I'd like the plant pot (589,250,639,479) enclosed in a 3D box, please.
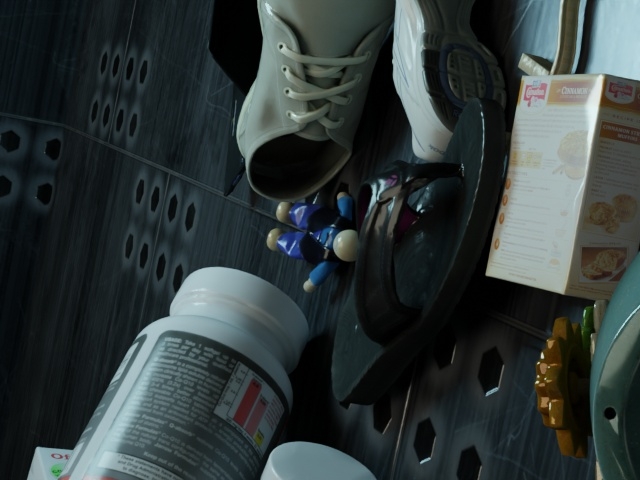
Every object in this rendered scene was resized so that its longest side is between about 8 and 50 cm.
[{"bbox_3d":[0.266,0.091,0.810,0.293,0.196,0.293,2,93,36],"label":"plant pot"}]

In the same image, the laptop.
[{"bbox_3d":[-0.130,-0.239,2.051,0.264,0.136,0.234,128,153,-47],"label":"laptop"}]

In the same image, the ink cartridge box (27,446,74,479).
[{"bbox_3d":[-0.325,0.459,2.187,0.270,0.198,0.197,-130,52,-60],"label":"ink cartridge box"}]

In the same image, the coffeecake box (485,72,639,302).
[{"bbox_3d":[0.219,-0.048,1.291,0.142,0.068,0.185,-165,85,-69],"label":"coffeecake box"}]

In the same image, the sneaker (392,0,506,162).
[{"bbox_3d":[0.111,-0.218,1.567,0.129,0.111,0.297,127,146,-57],"label":"sneaker"}]

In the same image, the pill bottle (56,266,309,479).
[{"bbox_3d":[-0.156,0.220,1.747,0.210,0.210,0.363,-45,15,54],"label":"pill bottle"}]

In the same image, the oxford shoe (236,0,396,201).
[{"bbox_3d":[-0.001,-0.205,1.726,0.449,0.169,0.130,110,158,-48],"label":"oxford shoe"}]

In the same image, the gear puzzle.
[{"bbox_3d":[0.194,0.137,1.020,0.044,0.339,0.175,-6,71,22],"label":"gear puzzle"}]

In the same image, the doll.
[{"bbox_3d":[0.000,0.000,1.806,0.189,0.046,0.129,13,84,61],"label":"doll"}]

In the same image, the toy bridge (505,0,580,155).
[{"bbox_3d":[0.210,-0.158,1.408,0.063,0.026,0.188,-128,51,-58],"label":"toy bridge"}]

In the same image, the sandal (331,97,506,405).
[{"bbox_3d":[0.069,0.028,1.495,0.446,0.107,0.167,117,159,-48],"label":"sandal"}]

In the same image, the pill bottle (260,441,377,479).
[{"bbox_3d":[-0.033,0.360,1.608,0.153,0.153,0.264,-125,49,-59],"label":"pill bottle"}]
